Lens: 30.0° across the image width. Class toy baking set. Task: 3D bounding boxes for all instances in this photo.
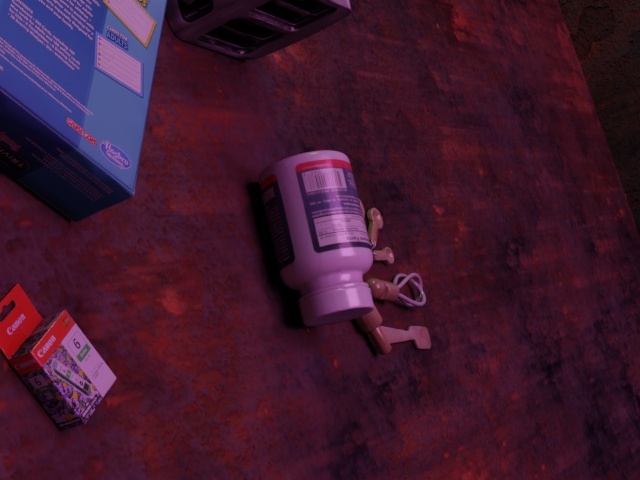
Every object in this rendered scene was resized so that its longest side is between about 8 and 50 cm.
[{"bbox_3d":[0.078,0.051,1.517,0.256,0.030,0.197,62,29,-12],"label":"toy baking set"}]

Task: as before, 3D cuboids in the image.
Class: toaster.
[{"bbox_3d":[-0.071,-0.293,1.353,0.185,0.168,0.110,8,67,-57],"label":"toaster"}]

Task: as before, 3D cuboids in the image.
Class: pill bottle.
[{"bbox_3d":[0.000,0.000,1.338,0.108,0.108,0.180,9,64,-58],"label":"pill bottle"}]

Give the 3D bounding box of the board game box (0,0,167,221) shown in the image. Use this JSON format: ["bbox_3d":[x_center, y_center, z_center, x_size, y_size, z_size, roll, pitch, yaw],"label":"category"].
[{"bbox_3d":[-0.257,-0.223,1.077,0.254,0.079,0.336,42,38,-39],"label":"board game box"}]

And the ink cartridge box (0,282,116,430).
[{"bbox_3d":[-0.221,0.092,0.980,0.115,0.029,0.063,58,31,-19],"label":"ink cartridge box"}]
